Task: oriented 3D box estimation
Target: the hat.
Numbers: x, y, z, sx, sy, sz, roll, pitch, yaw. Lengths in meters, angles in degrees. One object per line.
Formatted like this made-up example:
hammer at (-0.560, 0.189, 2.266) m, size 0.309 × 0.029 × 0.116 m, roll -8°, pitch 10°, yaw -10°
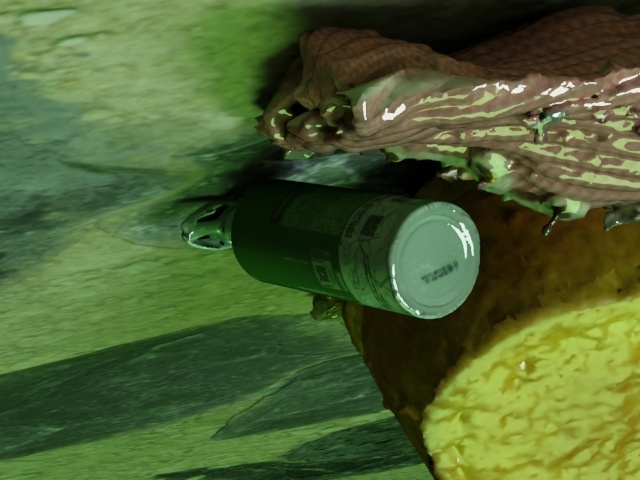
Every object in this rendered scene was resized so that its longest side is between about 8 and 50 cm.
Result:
hat at (0.116, -0.056, 0.917) m, size 0.286 × 0.107 × 0.237 m, roll -5°, pitch -177°, yaw -9°

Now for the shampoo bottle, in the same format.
shampoo bottle at (0.000, 0.000, 1.056) m, size 0.065 × 0.065 × 0.204 m, roll -4°, pitch -172°, yaw -34°

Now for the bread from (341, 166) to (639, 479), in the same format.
bread at (0.172, 0.063, 1.178) m, size 0.312 × 0.172 × 0.312 m, roll -6°, pitch 138°, yaw -5°

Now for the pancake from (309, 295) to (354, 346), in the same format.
pancake at (0.060, 0.031, 1.358) m, size 0.266 × 0.057 × 0.244 m, roll -21°, pitch 164°, yaw 36°
